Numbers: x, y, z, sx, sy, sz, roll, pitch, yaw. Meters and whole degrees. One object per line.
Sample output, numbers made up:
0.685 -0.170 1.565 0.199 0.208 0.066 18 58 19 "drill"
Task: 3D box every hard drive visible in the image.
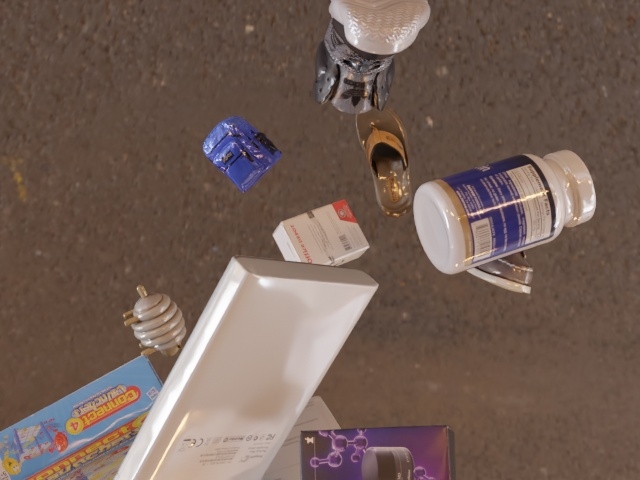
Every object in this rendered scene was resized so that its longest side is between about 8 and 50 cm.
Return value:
-0.095 0.181 1.368 0.233 0.047 0.353 8 119 -48 "hard drive"

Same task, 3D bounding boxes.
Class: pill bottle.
0.296 -0.052 1.774 0.264 0.153 0.153 -17 133 -16 "pill bottle"

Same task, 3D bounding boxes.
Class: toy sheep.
-0.262 0.129 1.758 0.091 0.091 0.132 -16 117 16 "toy sheep"

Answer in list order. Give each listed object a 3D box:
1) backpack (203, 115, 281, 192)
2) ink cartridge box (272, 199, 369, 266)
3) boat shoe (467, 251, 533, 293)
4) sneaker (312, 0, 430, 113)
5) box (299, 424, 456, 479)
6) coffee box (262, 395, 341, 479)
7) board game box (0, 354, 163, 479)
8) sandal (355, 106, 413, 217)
-0.143 -0.157 1.940 0.098 0.101 0.120 -43 92 18 "backpack"
0.000 0.000 1.912 0.135 0.099 0.056 -20 166 -28 "ink cartridge box"
0.303 0.012 1.961 0.116 0.324 0.097 22 98 -13 "boat shoe"
0.050 -0.200 1.180 0.101 0.268 0.153 8 114 -5 "sneaker"
0.073 0.359 1.324 0.184 0.261 0.103 -5 165 11 "box"
-0.081 0.511 1.719 0.337 0.338 0.334 -15 124 -18 "coffee box"
-0.388 0.340 1.824 0.308 0.086 0.302 -29 160 -13 "board game box"
0.113 -0.149 1.986 0.090 0.219 0.060 -12 165 16 "sandal"
